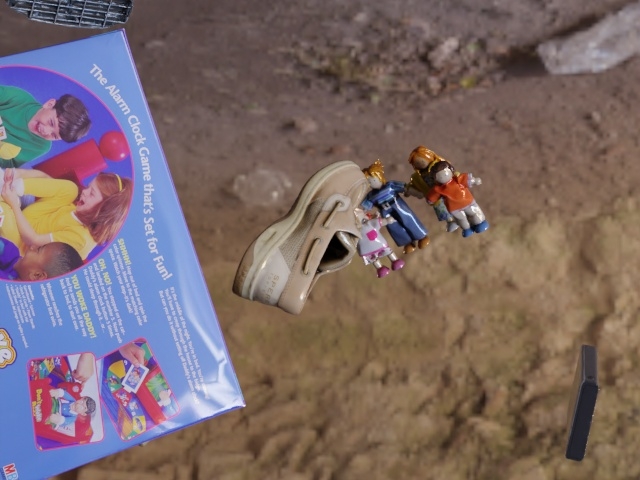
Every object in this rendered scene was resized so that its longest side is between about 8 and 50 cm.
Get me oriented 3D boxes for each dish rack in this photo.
[{"bbox_3d":[-0.337,-0.433,1.619,0.208,0.074,0.271,4,129,-28],"label":"dish rack"}]

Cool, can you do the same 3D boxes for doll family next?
[{"bbox_3d":[0.145,-0.065,1.880,0.263,0.118,0.163,-26,112,19],"label":"doll family"}]

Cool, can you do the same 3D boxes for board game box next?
[{"bbox_3d":[-0.232,0.017,0.972,0.233,0.347,0.078,-17,178,-22],"label":"board game box"}]

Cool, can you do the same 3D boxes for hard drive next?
[{"bbox_3d":[0.302,0.184,1.308,0.022,0.094,0.135,11,-166,11],"label":"hard drive"}]

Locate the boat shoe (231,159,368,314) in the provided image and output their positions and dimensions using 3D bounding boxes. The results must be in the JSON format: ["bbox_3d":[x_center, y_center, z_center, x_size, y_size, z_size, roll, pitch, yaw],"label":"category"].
[{"bbox_3d":[0.000,0.000,1.596,0.110,0.341,0.122,26,129,12],"label":"boat shoe"}]

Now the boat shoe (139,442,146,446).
[{"bbox_3d":[-0.245,0.178,1.562,0.123,0.123,0.342,44,157,21],"label":"boat shoe"}]
